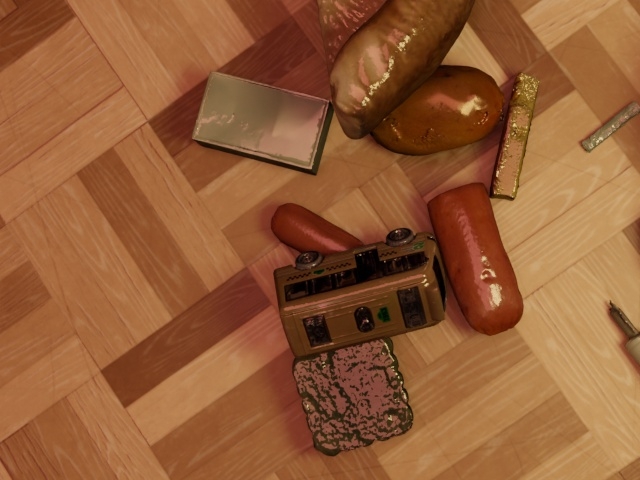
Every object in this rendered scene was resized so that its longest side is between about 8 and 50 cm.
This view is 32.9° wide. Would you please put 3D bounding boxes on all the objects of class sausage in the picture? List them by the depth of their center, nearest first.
[{"bbox_3d":[0.270,0.036,1.874,0.113,0.113,0.259,-17,82,6],"label":"sausage"},{"bbox_3d":[0.000,0.000,1.930,0.194,0.077,0.077,29,90,8],"label":"sausage"}]

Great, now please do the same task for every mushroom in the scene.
[{"bbox_3d":[0.137,-0.359,1.808,0.313,0.224,0.398,-8,66,14],"label":"mushroom"}]

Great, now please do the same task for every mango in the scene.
[{"bbox_3d":[0.197,-0.233,1.898,0.248,0.151,0.156,-7,49,16],"label":"mango"}]

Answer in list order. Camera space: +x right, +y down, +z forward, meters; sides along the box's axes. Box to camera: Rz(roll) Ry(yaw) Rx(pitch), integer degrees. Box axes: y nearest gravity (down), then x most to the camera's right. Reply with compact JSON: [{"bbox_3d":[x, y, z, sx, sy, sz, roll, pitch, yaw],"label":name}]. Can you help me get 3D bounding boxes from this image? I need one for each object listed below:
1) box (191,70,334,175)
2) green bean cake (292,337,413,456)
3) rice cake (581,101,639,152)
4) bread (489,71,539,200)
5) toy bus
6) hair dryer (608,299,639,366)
[{"bbox_3d":[-0.101,-0.210,1.953,0.225,0.086,0.130,15,87,8],"label":"box"},{"bbox_3d":[0.058,0.266,1.890,0.183,0.094,0.185,-18,84,5],"label":"green bean cake"},{"bbox_3d":[0.511,-0.199,1.905,0.121,0.021,0.022,-39,72,4],"label":"rice cake"},{"bbox_3d":[0.340,-0.182,1.894,0.049,0.088,0.226,12,88,10],"label":"bread"},{"bbox_3d":[0.072,0.092,1.832,0.289,0.157,0.140,-13,123,3],"label":"toy bus"},{"bbox_3d":[0.587,0.242,1.805,0.107,0.173,0.357,-37,69,1],"label":"hair dryer"}]
